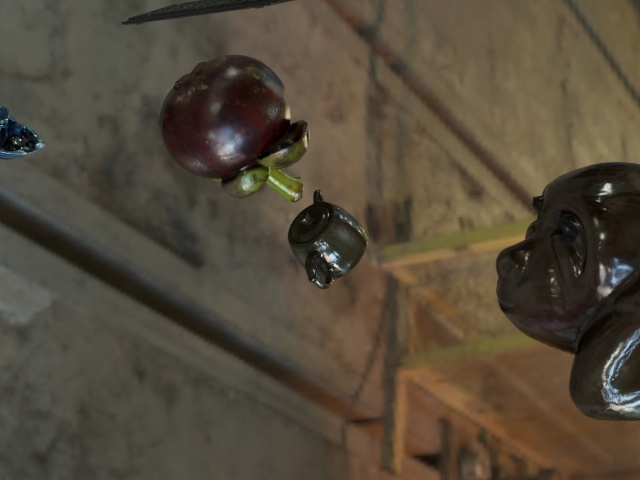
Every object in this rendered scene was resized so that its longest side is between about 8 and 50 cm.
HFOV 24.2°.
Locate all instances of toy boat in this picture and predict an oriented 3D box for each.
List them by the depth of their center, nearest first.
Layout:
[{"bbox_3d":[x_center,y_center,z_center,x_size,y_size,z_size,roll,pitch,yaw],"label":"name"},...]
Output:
[{"bbox_3d":[-0.397,-0.137,1.791,0.137,0.061,0.060,28,46,-25],"label":"toy boat"}]

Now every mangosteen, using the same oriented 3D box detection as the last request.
[{"bbox_3d":[-0.096,-0.110,1.638,0.146,0.156,0.181,-22,104,-23],"label":"mangosteen"}]

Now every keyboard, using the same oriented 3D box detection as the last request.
[{"bbox_3d":[-0.079,-0.187,1.190,0.064,0.198,0.010,-22,106,-39],"label":"keyboard"}]

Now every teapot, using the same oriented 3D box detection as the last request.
[{"bbox_3d":[0.000,0.000,1.561,0.068,0.076,0.121,45,38,-35],"label":"teapot"}]

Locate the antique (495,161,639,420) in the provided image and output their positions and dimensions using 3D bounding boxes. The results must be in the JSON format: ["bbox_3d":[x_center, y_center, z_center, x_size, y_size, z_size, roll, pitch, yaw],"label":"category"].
[{"bbox_3d":[0.218,0.015,0.750,0.121,0.257,0.143,-41,126,-76],"label":"antique"}]
